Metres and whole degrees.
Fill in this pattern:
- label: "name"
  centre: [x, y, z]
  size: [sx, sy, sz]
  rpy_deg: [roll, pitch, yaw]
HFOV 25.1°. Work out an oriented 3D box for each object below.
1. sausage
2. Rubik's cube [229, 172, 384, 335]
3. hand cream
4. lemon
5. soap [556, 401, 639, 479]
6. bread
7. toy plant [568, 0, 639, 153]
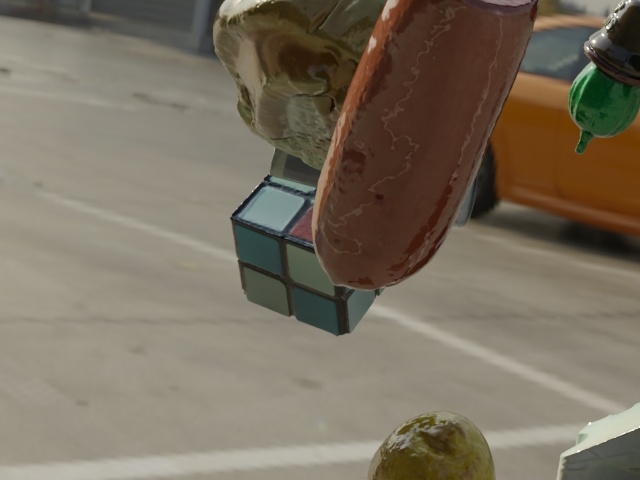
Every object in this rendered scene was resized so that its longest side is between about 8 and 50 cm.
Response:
- label: "sausage"
  centre: [0.064, -0.076, 0.996]
  size: [0.113, 0.259, 0.113]
  rpy_deg: [14, 34, -10]
- label: "Rubik's cube"
  centre: [0.000, 0.000, 2.006]
  size: [0.183, 0.167, 0.180]
  rpy_deg: [21, 50, 27]
- label: "hand cream"
  centre: [0.065, -0.077, 1.762]
  size: [0.255, 0.079, 0.048]
  rpy_deg: [12, -8, 1]
- label: "lemon"
  centre: [0.139, 0.309, 1.814]
  size: [0.170, 0.207, 0.170]
  rpy_deg: [7, 50, -8]
- label: "soap"
  centre: [0.317, 0.301, 1.430]
  size: [0.173, 0.289, 0.095]
  rpy_deg: [12, 10, 23]
- label: "bread"
  centre: [0.038, -0.261, 1.465]
  size: [0.210, 0.341, 0.300]
  rpy_deg: [36, -7, -1]
- label: "toy plant"
  centre: [0.361, -0.200, 1.759]
  size: [0.105, 0.200, 0.143]
  rpy_deg: [29, 21, 5]
